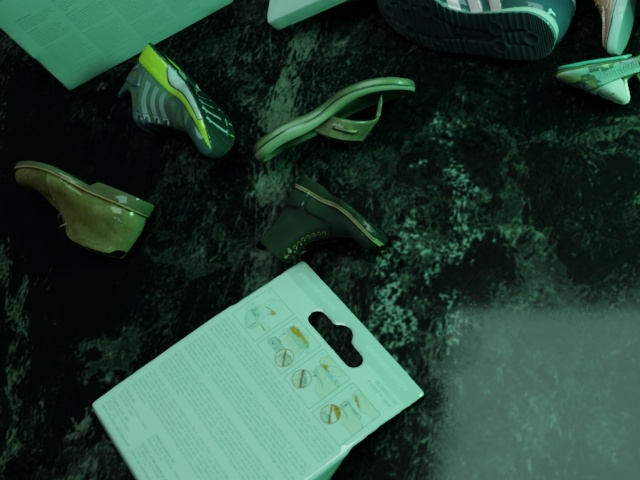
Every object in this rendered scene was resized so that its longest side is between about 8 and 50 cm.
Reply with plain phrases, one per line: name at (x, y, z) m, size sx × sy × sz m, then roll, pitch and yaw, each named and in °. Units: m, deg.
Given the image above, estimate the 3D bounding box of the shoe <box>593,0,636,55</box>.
shoe at (0.416, -0.361, 1.317) m, size 0.081 × 0.063 × 0.178 m, roll 12°, pitch 97°, yaw 31°

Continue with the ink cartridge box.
ink cartridge box at (-0.090, 0.246, 1.297) m, size 0.385 × 0.091 × 0.308 m, roll -34°, pitch 55°, yaw -14°

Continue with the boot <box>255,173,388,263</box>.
boot at (0.000, 0.000, 1.363) m, size 0.137 × 0.077 × 0.198 m, roll -53°, pitch 44°, yaw -1°

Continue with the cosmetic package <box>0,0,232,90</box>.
cosmetic package at (-0.392, -0.462, 1.629) m, size 0.377 × 0.284 × 0.097 m, roll -25°, pitch 59°, yaw 12°

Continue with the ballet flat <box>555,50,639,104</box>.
ballet flat at (0.447, -0.236, 1.264) m, size 0.221 × 0.077 × 0.079 m, roll -14°, pitch 96°, yaw 18°

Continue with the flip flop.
flip flop at (0.025, -0.178, 1.418) m, size 0.277 × 0.112 × 0.080 m, roll -26°, pitch 84°, yaw 9°

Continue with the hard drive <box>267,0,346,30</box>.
hard drive at (0.047, -0.490, 1.513) m, size 0.307 × 0.040 × 0.203 m, roll -13°, pitch 59°, yaw 37°

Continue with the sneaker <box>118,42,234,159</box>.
sneaker at (-0.253, -0.220, 1.570) m, size 0.121 × 0.111 × 0.300 m, roll -48°, pitch 50°, yaw 10°

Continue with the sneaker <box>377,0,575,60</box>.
sneaker at (0.245, -0.366, 1.412) m, size 0.319 × 0.112 × 0.131 m, roll 21°, pitch 57°, yaw 31°

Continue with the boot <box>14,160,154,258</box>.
boot at (-0.435, -0.059, 1.571) m, size 0.305 × 0.112 × 0.115 m, roll 20°, pitch 87°, yaw 29°
